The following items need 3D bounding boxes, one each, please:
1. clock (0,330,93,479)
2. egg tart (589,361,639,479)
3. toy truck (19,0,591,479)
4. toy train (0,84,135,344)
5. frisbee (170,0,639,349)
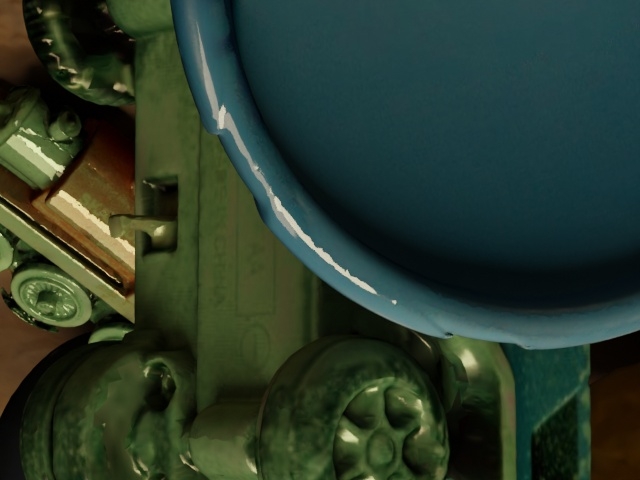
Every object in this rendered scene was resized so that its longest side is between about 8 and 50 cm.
[{"bbox_3d":[-0.047,0.131,0.946,0.243,0.146,0.199,13,163,0],"label":"clock"},{"bbox_3d":[0.163,0.167,0.692,0.388,0.388,0.169,6,135,19],"label":"egg tart"},{"bbox_3d":[0.000,0.000,0.622,0.156,0.278,0.155,5,172,-41],"label":"toy truck"},{"bbox_3d":[-0.092,-0.005,0.840,0.176,0.074,0.118,41,136,-22],"label":"toy train"},{"bbox_3d":[0.067,-0.088,0.528,0.242,0.242,0.045,38,175,-26],"label":"frisbee"}]
